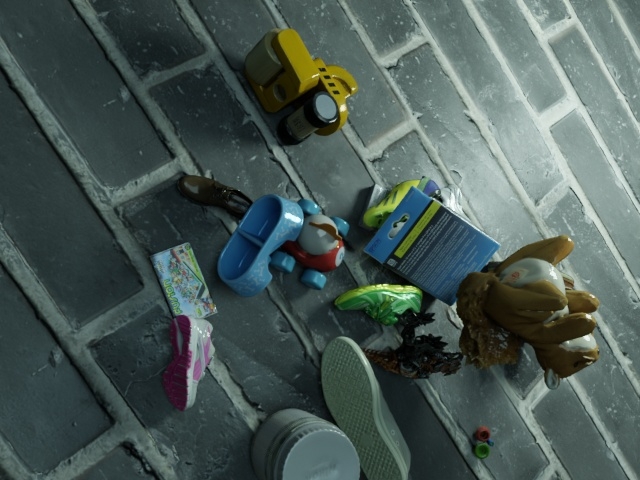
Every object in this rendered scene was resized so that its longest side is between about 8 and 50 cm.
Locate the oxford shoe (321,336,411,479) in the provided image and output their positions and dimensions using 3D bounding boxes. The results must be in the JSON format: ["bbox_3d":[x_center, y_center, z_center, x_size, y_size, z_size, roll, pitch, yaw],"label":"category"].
[{"bbox_3d":[0.130,0.490,1.473,0.130,0.169,0.449,-9,73,-64],"label":"oxford shoe"}]

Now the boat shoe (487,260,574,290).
[{"bbox_3d":[0.720,0.151,1.773,0.324,0.122,0.120,10,83,-12],"label":"boat shoe"}]

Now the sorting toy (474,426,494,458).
[{"bbox_3d":[0.523,0.648,1.650,0.061,0.042,0.102,7,91,-5],"label":"sorting toy"}]

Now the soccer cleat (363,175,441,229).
[{"bbox_3d":[0.245,-0.122,1.606,0.289,0.093,0.121,-23,59,-21],"label":"soccer cleat"}]

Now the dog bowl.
[{"bbox_3d":[-0.169,0.005,1.374,0.074,0.166,0.297,37,84,-47],"label":"dog bowl"}]

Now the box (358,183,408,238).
[{"bbox_3d":[0.226,-0.078,1.644,0.186,0.038,0.145,24,73,-16],"label":"box"}]

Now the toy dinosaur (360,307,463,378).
[{"bbox_3d":[0.283,0.346,1.533,0.321,0.164,0.218,-8,128,-29],"label":"toy dinosaur"}]

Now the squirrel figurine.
[{"bbox_3d":[0.599,0.244,1.485,0.370,0.397,0.281,57,34,-23],"label":"squirrel figurine"}]

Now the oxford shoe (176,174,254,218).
[{"bbox_3d":[-0.283,-0.132,1.416,0.227,0.096,0.083,18,77,-17],"label":"oxford shoe"}]

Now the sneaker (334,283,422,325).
[{"bbox_3d":[0.185,0.197,1.544,0.295,0.109,0.124,2,77,-22],"label":"sneaker"}]

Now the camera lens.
[{"bbox_3d":[-0.046,0.556,1.301,0.219,0.274,0.219,4,80,-21],"label":"camera lens"}]

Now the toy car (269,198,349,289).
[{"bbox_3d":[0.000,0.000,1.430,0.210,0.238,0.219,30,72,-15],"label":"toy car"}]

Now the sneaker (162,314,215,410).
[{"bbox_3d":[-0.326,0.314,1.319,0.111,0.103,0.252,3,99,-54],"label":"sneaker"}]

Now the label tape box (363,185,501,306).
[{"bbox_3d":[0.334,0.009,1.574,0.347,0.115,0.249,32,105,-13],"label":"label tape box"}]

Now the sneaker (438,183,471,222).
[{"bbox_3d":[0.428,-0.068,1.707,0.115,0.090,0.232,-14,78,-17],"label":"sneaker"}]

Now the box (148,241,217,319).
[{"bbox_3d":[-0.368,0.120,1.371,0.114,0.036,0.207,-22,90,-23],"label":"box"}]

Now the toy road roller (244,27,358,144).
[{"bbox_3d":[-0.042,-0.466,1.519,0.240,0.202,0.330,-39,102,-35],"label":"toy road roller"}]
